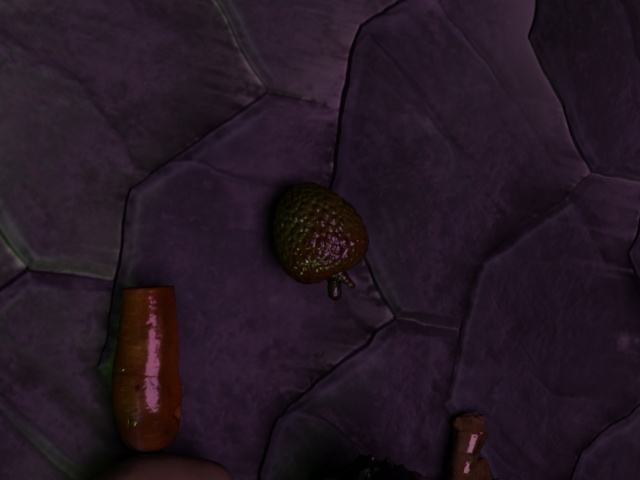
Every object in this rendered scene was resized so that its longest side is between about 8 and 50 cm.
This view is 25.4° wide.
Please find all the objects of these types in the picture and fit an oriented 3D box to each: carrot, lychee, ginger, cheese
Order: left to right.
[{"bbox_3d":[-0.201,0.146,1.642,0.087,0.087,0.193,-5,102,-26],"label":"carrot"},{"bbox_3d":[-0.177,0.349,1.628,0.235,0.117,0.218,-12,75,-45],"label":"cheese"},{"bbox_3d":[0.000,0.000,1.705,0.114,0.114,0.146,-27,90,-21],"label":"lychee"},{"bbox_3d":[0.207,0.313,1.886,0.096,0.067,0.165,13,93,-7],"label":"ginger"}]

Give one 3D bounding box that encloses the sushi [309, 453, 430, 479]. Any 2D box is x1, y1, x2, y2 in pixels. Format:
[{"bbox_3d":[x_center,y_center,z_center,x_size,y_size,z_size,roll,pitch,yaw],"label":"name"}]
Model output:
[{"bbox_3d":[0.048,0.394,1.707,0.225,0.238,0.218,31,42,7],"label":"sushi"}]
